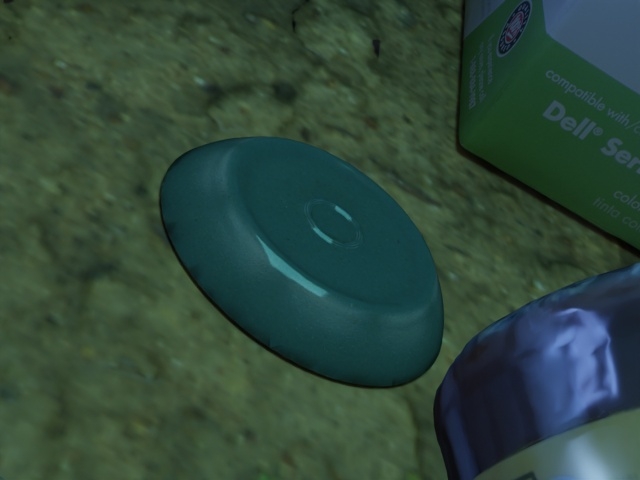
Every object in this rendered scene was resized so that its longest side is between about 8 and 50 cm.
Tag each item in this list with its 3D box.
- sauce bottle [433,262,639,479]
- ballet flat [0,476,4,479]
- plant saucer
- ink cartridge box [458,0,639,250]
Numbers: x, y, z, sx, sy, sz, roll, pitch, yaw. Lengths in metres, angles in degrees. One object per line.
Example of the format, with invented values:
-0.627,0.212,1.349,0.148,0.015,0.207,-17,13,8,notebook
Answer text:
0.103,0.172,0.296,0.111,0.111,0.344,12,55,-36,sauce bottle
-0.067,0.104,0.289,0.342,0.116,0.124,45,11,11,ballet flat
0.000,0.000,0.565,0.119,0.021,0.119,27,32,-18,plant saucer
0.209,-0.189,0.706,0.119,0.353,0.207,30,32,-13,ink cartridge box
